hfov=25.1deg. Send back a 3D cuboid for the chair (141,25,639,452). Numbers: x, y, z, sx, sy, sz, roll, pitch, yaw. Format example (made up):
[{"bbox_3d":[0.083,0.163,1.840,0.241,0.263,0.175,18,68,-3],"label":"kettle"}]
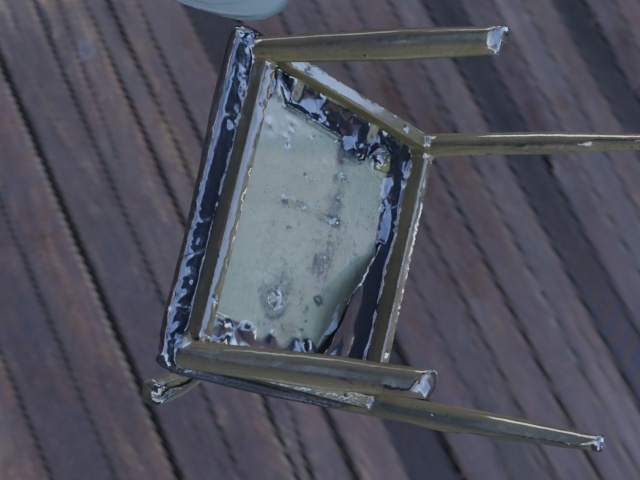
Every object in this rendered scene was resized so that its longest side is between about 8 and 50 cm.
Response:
[{"bbox_3d":[0.000,0.000,0.724,0.166,0.272,0.188,23,74,-47],"label":"chair"}]

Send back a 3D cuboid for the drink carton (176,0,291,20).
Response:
[{"bbox_3d":[-0.028,-0.242,0.878,0.185,0.191,0.189,21,52,10],"label":"drink carton"}]
